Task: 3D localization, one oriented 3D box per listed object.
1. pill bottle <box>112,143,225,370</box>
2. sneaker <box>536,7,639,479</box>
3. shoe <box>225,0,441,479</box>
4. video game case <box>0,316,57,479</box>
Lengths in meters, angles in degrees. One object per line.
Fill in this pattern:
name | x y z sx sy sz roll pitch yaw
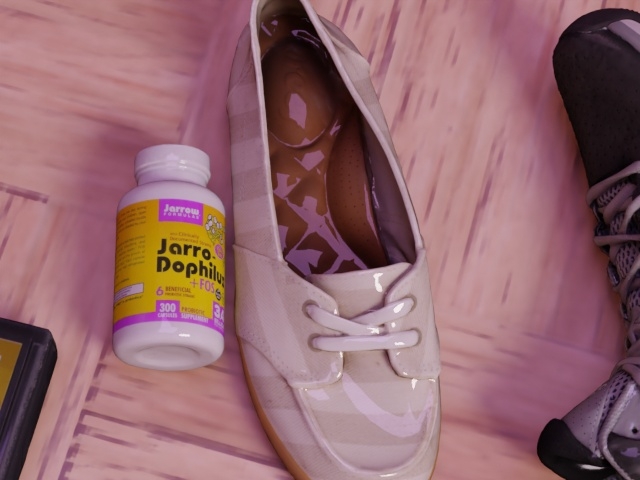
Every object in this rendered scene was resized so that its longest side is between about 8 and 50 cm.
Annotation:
pill bottle | -0.059 0.006 0.638 0.043 0.043 0.083 0 68 -3
sneaker | 0.124 0.025 0.622 0.132 0.086 0.229 -29 74 -11
shoe | 0.000 0.000 0.636 0.076 0.058 0.219 -10 69 -7
video game case | -0.253 0.132 0.583 0.248 0.035 0.275 14 67 2
